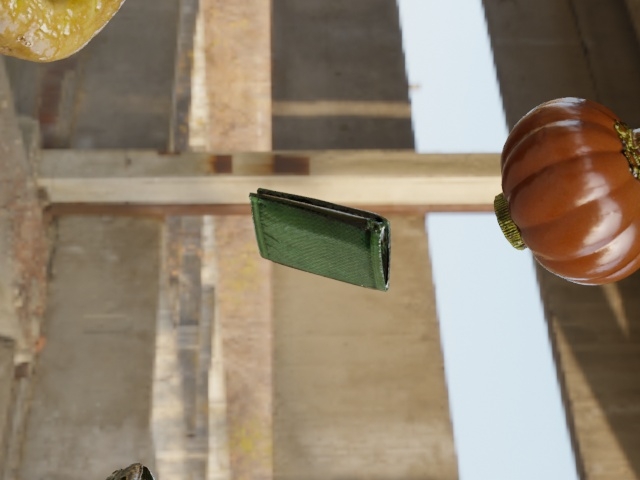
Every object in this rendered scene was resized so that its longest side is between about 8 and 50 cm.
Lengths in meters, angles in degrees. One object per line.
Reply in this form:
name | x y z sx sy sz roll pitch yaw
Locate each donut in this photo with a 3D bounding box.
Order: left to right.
donut | -0.352 -0.379 1.306 0.299 0.150 0.317 -17 128 -49

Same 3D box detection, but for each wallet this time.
wallet | 0.001 -0.002 1.714 0.160 0.236 0.055 86 28 -44

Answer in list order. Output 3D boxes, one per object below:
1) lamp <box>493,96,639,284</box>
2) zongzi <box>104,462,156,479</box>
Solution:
lamp | 0.301 -0.058 1.204 0.223 0.196 0.223 40 35 -37
zongzi | -0.161 0.205 0.713 0.104 0.113 0.052 -138 -156 -73
